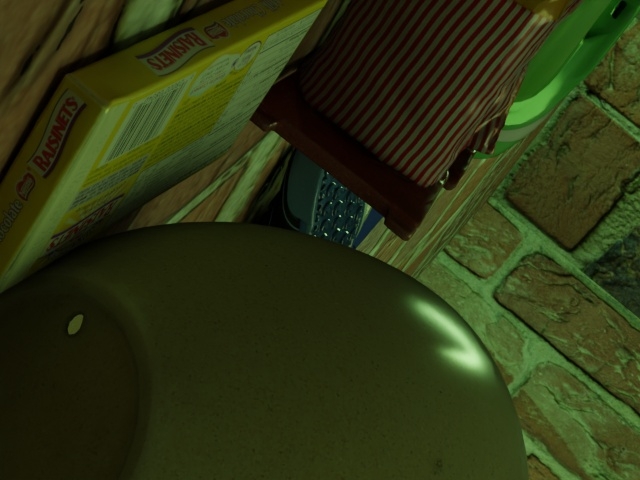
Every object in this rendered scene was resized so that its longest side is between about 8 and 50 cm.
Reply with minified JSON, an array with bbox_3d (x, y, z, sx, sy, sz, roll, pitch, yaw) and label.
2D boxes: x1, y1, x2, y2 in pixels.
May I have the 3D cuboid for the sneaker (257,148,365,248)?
[{"bbox_3d":[-0.026,0.009,1.185,0.081,0.090,0.232,-43,149,-42],"label":"sneaker"}]

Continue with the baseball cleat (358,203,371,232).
[{"bbox_3d":[0.000,0.000,1.304,0.109,0.072,0.206,-53,-179,-43],"label":"baseball cleat"}]

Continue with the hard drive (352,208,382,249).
[{"bbox_3d":[0.096,-0.110,1.463,0.319,0.040,0.210,-50,173,-1],"label":"hard drive"}]

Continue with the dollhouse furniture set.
[{"bbox_3d":[0.178,-0.056,0.873,0.201,0.374,0.152,-56,176,33],"label":"dollhouse furniture set"}]

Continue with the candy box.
[{"bbox_3d":[-0.070,-0.053,0.699,0.105,0.027,0.206,-51,174,30],"label":"candy box"}]

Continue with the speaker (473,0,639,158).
[{"bbox_3d":[0.151,-0.191,0.986,0.296,0.131,0.131,-54,172,34],"label":"speaker"}]

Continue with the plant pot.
[{"bbox_3d":[-0.074,0.108,0.718,0.284,0.284,0.191,-51,143,4],"label":"plant pot"}]

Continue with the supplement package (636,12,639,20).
[{"bbox_3d":[0.262,-0.216,1.083,0.134,0.244,0.139,-54,172,29],"label":"supplement package"}]
